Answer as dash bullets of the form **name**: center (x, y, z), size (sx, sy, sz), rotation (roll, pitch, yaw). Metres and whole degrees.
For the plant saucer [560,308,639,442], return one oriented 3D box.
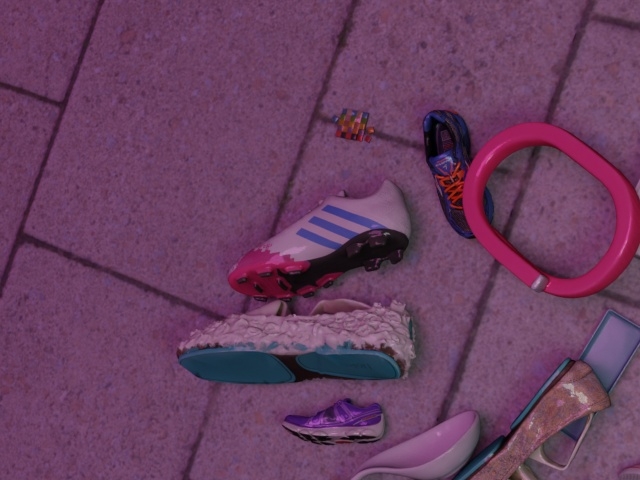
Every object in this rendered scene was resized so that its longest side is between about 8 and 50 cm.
- **plant saucer**: center (0.399, 0.197, 1.716), size (0.067, 0.018, 0.192), rotation (33, 97, 28)

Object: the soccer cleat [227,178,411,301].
- **soccer cleat**: center (0.000, 0.000, 1.918), size (0.331, 0.116, 0.143), rotation (-17, 53, 25)

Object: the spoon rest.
- **spoon rest**: center (0.130, 0.340, 1.777), size (0.276, 0.137, 0.084), rotation (-42, 93, 21)

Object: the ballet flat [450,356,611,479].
- **ballet flat**: center (0.295, 0.308, 1.696), size (0.106, 0.107, 0.316), rotation (43, 112, 11)

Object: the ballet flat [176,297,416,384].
- **ballet flat**: center (-0.031, 0.159, 1.902), size (0.409, 0.147, 0.147), rotation (-2, 81, 24)

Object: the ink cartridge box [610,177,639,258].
- **ink cartridge box**: center (0.538, -0.019, 1.639), size (0.218, 0.092, 0.158), rotation (26, 93, 30)

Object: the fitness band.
- **fitness band**: center (0.328, -0.047, 1.699), size (0.209, 0.054, 0.291), rotation (-54, 52, 13)

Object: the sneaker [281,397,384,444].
- **sneaker**: center (0.022, 0.286, 1.881), size (0.170, 0.068, 0.071), rotation (-4, 64, 18)

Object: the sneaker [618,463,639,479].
- **sneaker**: center (0.483, 0.320, 1.639), size (0.134, 0.070, 0.051), rotation (-13, 115, 51)

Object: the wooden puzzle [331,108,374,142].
- **wooden puzzle**: center (0.053, -0.192, 1.967), size (0.083, 0.006, 0.049), rotation (13, 88, 28)

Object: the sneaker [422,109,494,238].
- **sneaker**: center (0.201, -0.105, 1.830), size (0.083, 0.087, 0.221), rotation (-26, 71, 22)
